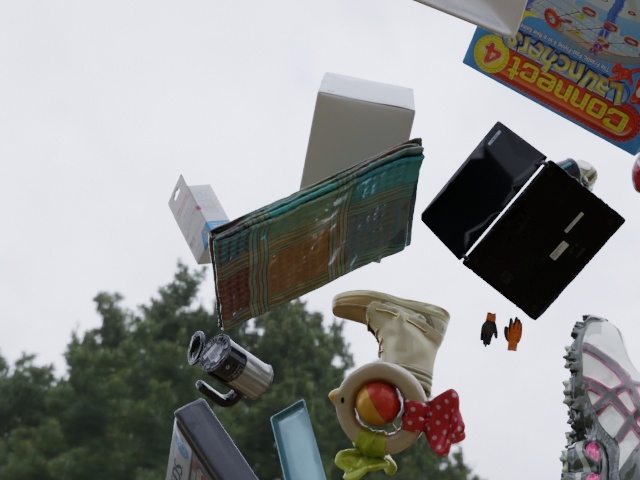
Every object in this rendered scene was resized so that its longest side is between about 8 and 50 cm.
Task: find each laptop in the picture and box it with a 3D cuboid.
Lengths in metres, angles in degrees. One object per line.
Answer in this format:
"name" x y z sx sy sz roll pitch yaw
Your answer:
"laptop" 0.350 -0.039 1.496 0.264 0.136 0.234 38 -77 -1

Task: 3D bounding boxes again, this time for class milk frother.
"milk frother" -0.193 0.252 1.727 0.129 0.143 0.135 -38 -53 13

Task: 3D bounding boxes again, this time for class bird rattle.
"bird rattle" 0.123 0.311 1.477 0.254 0.143 0.206 -37 -98 25

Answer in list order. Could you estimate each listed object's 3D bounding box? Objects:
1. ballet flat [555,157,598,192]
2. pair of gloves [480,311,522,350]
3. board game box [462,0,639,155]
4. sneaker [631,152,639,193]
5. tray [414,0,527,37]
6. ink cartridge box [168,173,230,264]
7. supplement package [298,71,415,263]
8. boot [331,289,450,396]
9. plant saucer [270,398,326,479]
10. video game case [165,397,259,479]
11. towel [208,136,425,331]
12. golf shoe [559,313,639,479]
"ballet flat" 0.478 -0.115 1.558 0.074 0.074 0.203 -23 -18 26
"pair of gloves" 0.370 0.187 1.719 0.083 0.010 0.074 9 -79 5
"board game box" 0.400 -0.328 1.210 0.308 0.086 0.301 33 -50 19
"sneaker" 0.544 -0.132 1.367 0.042 0.067 0.118 14 -83 -1
"tray" 0.079 -0.290 0.742 0.271 0.030 0.145 15 -83 -22
"ink cartridge box" -0.261 -0.049 1.831 0.062 0.181 0.104 -6 -37 -37
"supplement package" 0.059 -0.136 1.540 0.176 0.177 0.292 11 -67 1
"boot" 0.129 0.220 1.787 0.262 0.203 0.095 10 -29 14
"plant saucer" -0.031 0.340 1.325 0.067 0.192 0.018 -31 -51 9
"video game case" -0.071 0.324 0.824 0.035 0.275 0.248 -24 -29 -30
"towel" 0.000 0.000 1.337 0.370 0.040 0.271 -25 -32 -19
"golf shoe" 0.264 0.164 0.710 0.120 0.272 0.105 -4 -58 18
